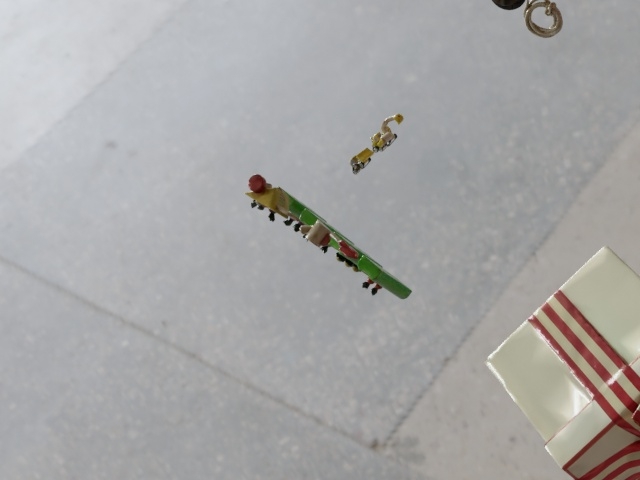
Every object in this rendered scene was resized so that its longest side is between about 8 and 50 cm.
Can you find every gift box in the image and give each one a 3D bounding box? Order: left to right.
[{"bbox_3d":[0.381,0.213,1.576,0.276,0.255,0.258,-50,33,9],"label":"gift box"}]

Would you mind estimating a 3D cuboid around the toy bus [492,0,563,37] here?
[{"bbox_3d":[0.180,-0.299,1.277,0.202,0.191,0.104,35,43,2],"label":"toy bus"}]

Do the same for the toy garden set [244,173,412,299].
[{"bbox_3d":[0.000,0.000,1.938,0.244,0.204,0.049,40,94,35],"label":"toy garden set"}]

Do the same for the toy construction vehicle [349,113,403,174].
[{"bbox_3d":[0.091,-0.162,2.122,0.035,0.098,0.086,47,51,4],"label":"toy construction vehicle"}]
